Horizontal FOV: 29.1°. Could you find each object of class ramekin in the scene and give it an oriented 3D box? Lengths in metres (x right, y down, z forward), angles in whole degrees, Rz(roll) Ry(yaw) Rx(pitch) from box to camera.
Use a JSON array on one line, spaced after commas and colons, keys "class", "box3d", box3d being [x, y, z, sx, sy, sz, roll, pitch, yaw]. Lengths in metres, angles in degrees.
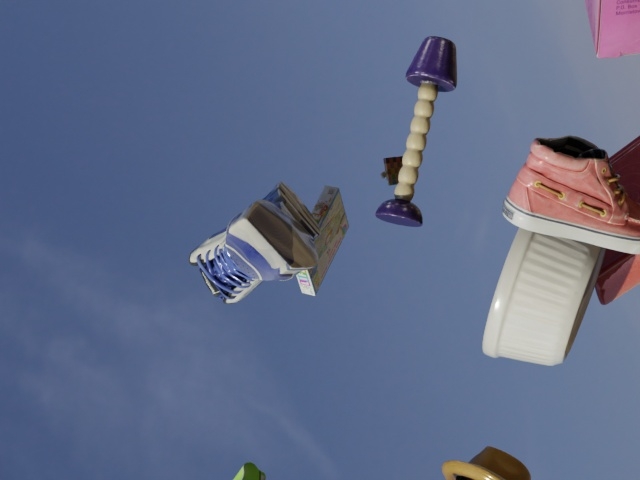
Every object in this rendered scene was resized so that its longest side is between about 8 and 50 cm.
[{"class": "ramekin", "box3d": [0.362, 0.075, 1.962, 0.273, 0.127, 0.273, 20, -90, -74]}]

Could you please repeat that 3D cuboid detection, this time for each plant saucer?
[{"class": "plant saucer", "box3d": [0.529, -0.061, 2.076, 0.047, 0.258, 0.259, 24, -137, -32]}]

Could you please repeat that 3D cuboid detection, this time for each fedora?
[{"class": "fedora", "box3d": [0.300, 0.408, 2.097, 0.194, 0.194, 0.079, 49, -117, -34]}]

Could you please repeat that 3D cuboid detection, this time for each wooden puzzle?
[{"class": "wooden puzzle", "box3d": [0.132, -0.123, 2.176, 0.083, 0.006, 0.049, -9, -89, -47]}]

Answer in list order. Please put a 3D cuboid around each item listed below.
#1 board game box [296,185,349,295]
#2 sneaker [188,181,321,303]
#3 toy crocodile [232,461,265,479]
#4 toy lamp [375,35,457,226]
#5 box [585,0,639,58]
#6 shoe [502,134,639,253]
[{"class": "board game box", "box3d": [0.000, 0.000, 2.045, 0.103, 0.026, 0.154, 73, -144, -49]}, {"class": "sneaker", "box3d": [-0.104, 0.028, 1.806, 0.127, 0.182, 0.315, 49, -168, -4]}, {"class": "toy crocodile", "box3d": [-0.114, 0.467, 1.685, 0.105, 0.115, 0.340, 14, -127, -19]}, {"class": "toy lamp", "box3d": [0.145, -0.160, 1.787, 0.080, 0.080, 0.275, 22, -103, -54]}, {"class": "box", "box3d": [0.294, -0.268, 0.901, 0.117, 0.213, 0.243, 78, -171, -52]}, {"class": "shoe", "box3d": [0.258, -0.043, 1.128, 0.178, 0.081, 0.063, 9, -153, -20]}]
